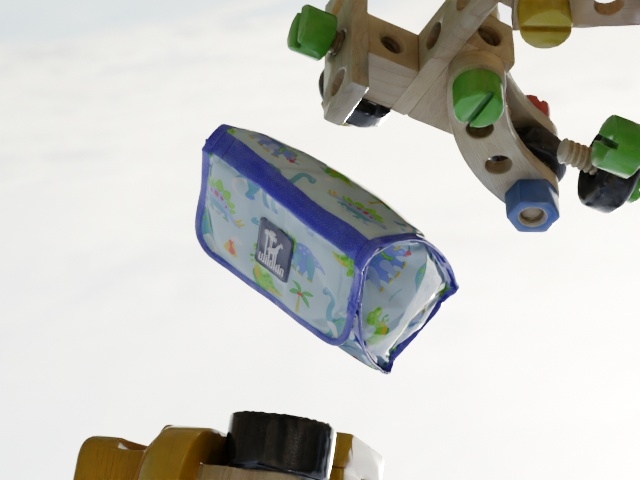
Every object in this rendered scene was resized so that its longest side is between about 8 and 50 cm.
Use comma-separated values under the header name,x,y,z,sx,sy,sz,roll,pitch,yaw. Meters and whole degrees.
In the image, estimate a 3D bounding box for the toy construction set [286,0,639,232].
name,x,y,z,sx,sy,sz,roll,pitch,yaw
toy construction set,0.117,-0.178,1.105,0.237,0.309,0.257,19,161,-12

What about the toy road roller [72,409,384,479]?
name,x,y,z,sx,sy,sz,roll,pitch,yaw
toy road roller,-0.085,0.264,1.439,0.240,0.203,0.329,3,164,20

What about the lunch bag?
name,x,y,z,sx,sy,sz,roll,pitch,yaw
lunch bag,0.000,0.000,0.942,0.129,0.151,0.096,36,-100,24
